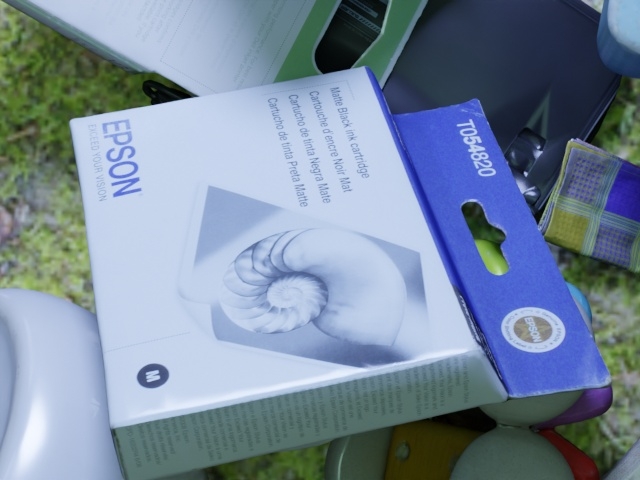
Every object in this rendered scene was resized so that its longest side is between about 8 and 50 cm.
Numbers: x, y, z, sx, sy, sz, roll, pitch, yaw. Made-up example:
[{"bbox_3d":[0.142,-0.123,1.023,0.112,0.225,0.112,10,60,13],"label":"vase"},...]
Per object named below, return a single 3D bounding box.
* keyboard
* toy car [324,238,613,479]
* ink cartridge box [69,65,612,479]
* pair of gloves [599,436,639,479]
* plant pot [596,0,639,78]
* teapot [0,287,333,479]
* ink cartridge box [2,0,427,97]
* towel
[{"bbox_3d":[0.002,-0.114,0.842,0.317,0.033,0.201,34,85,4],"label":"keyboard"},{"bbox_3d":[0.095,0.092,0.787,0.136,0.159,0.182,7,89,-33],"label":"toy car"},{"bbox_3d":[0.000,0.000,0.709,0.224,0.045,0.223,-11,43,-7],"label":"ink cartridge box"},{"bbox_3d":[0.297,0.138,0.815,0.240,0.042,0.204,35,93,5],"label":"pair of gloves"},{"bbox_3d":[0.263,-0.176,0.721,0.248,0.252,0.247,10,89,2],"label":"plant pot"},{"bbox_3d":[-0.146,0.164,0.763,0.187,0.256,0.252,35,64,-33],"label":"teapot"},{"bbox_3d":[-0.058,-0.164,0.807,0.235,0.056,0.171,29,85,-21],"label":"ink cartridge box"},{"bbox_3d":[0.164,-0.017,0.826,0.083,0.009,0.060,21,88,-19],"label":"towel"}]
